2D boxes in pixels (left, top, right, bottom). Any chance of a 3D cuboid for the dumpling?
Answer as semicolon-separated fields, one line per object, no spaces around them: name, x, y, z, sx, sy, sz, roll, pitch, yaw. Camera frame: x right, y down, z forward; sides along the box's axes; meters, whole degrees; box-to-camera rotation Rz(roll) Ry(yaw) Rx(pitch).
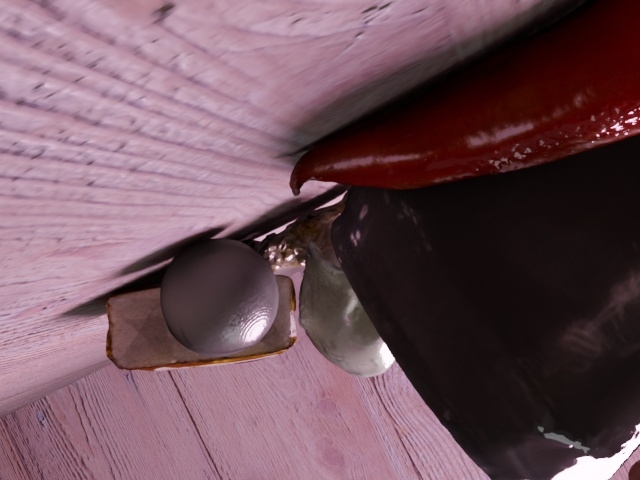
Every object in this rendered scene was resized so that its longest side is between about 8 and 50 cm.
dumpling;0.039;0.083;1.002;0.108;0.152;0.219;-33;142;8

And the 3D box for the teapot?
teapot;0.228;0.006;0.742;0.362;0.305;0.376;-35;-144;9

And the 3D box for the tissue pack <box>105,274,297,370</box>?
tissue pack;-0.116;0.087;1.070;0.183;0.091;0.226;-5;178;-2

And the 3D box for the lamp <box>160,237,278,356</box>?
lamp;-0.088;0.049;0.888;0.105;0.105;0.105;-26;177;-1

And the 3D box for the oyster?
oyster;0.000;0.000;1.066;0.163;0.081;0.191;-20;171;-23

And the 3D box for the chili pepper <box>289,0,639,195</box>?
chili pepper;0.150;-0.095;0.581;0.137;0.091;0.368;-7;161;-47
